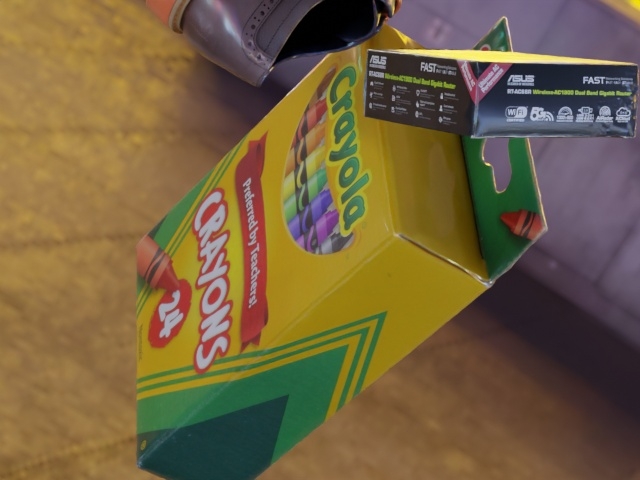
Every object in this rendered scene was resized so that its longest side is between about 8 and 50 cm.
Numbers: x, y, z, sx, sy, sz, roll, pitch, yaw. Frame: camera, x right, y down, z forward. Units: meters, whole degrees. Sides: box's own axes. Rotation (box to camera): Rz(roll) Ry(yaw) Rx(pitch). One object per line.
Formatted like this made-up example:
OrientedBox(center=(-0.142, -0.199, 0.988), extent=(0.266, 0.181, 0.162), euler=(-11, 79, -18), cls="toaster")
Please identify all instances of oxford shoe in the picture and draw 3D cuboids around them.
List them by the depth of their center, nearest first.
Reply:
OrientedBox(center=(0.018, -0.167, 1.167), extent=(0.271, 0.097, 0.098), euler=(-33, 73, -36), cls="oxford shoe")

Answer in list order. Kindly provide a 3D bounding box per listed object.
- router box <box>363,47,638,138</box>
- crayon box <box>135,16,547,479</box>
OrientedBox(center=(0.089, -0.075, 0.957), extent=(0.092, 0.038, 0.122), euler=(-1, 9, -25), cls="router box")
OrientedBox(center=(0.000, 0.000, 1.219), extent=(0.081, 0.318, 0.202), euler=(27, 37, -29), cls="crayon box")
